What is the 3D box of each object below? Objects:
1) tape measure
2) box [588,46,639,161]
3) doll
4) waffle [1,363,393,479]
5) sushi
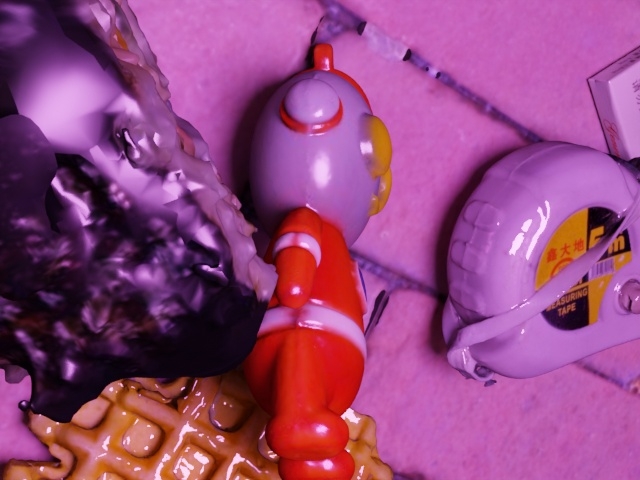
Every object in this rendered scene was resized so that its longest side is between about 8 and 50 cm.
[{"bbox_3d":[0.202,0.013,0.915,0.236,0.120,0.197,-17,116,-28],"label":"tape measure"},{"bbox_3d":[0.368,-0.148,1.009,0.245,0.035,0.139,-31,114,-16],"label":"box"},{"bbox_3d":[0.000,0.000,0.761,0.105,0.200,0.336,-2,62,5],"label":"doll"},{"bbox_3d":[-0.082,0.228,0.798,0.312,0.060,0.307,-2,80,-10],"label":"waffle"},{"bbox_3d":[-0.212,-0.034,0.601,0.285,0.328,0.328,-30,129,-2],"label":"sushi"}]
